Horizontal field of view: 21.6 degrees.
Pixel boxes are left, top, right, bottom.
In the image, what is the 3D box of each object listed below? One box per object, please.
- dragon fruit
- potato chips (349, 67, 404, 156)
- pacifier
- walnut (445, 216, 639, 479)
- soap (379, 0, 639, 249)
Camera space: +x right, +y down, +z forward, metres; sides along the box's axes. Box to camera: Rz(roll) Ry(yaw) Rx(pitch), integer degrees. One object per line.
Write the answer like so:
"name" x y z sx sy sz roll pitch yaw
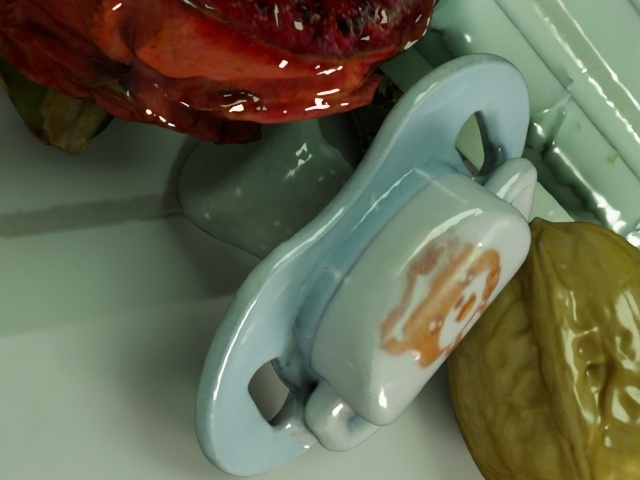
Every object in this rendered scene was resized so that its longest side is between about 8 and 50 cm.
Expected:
"dragon fruit" -0.063 -0.109 0.894 0.317 0.205 0.152 -19 83 -49
"potato chips" 0.070 -0.048 1.159 0.142 0.026 0.209 24 53 -42
"pacifier" 0.000 0.000 0.959 0.207 0.227 0.279 35 75 23
"walnut" 0.160 0.086 1.076 0.159 0.159 0.206 -9 86 -50
"soap" 0.209 -0.140 1.153 0.446 0.156 0.261 40 81 -41
